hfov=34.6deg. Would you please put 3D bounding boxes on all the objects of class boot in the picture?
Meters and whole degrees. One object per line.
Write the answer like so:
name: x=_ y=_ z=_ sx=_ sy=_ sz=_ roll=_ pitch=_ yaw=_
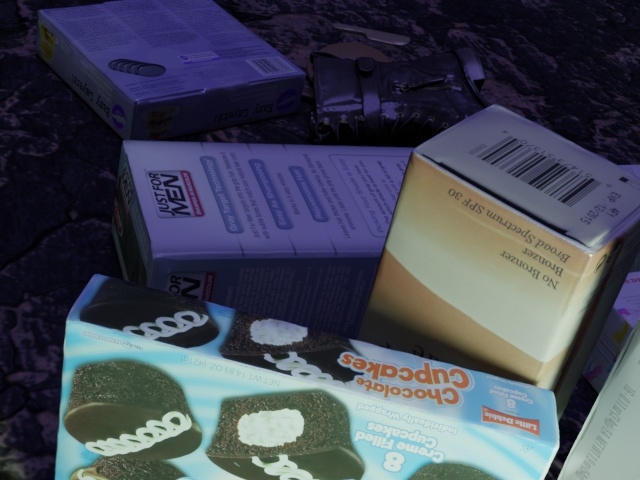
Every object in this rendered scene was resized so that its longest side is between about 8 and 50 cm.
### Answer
boot: x=0.100 y=-0.142 z=1.274 sx=0.229 sy=0.091 sz=0.263 roll=-6 pitch=52 yaw=-6

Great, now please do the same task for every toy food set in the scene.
toy food set: x=0.046 y=-0.226 z=1.415 sx=0.132 sy=0.038 sz=0.192 roll=15 pitch=45 yaw=10

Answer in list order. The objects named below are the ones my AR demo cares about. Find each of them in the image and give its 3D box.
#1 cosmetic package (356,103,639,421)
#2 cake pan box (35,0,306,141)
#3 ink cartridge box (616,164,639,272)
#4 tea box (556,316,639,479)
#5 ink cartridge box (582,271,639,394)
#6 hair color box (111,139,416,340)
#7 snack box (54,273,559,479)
cosmetic package: x=0.121 y=0.069 z=0.785 sx=0.153 sy=0.296 sz=0.129 roll=31 pitch=39 yaw=25
cake pan box: x=-0.186 y=-0.227 z=1.298 sx=0.267 sy=0.070 sz=0.246 roll=-18 pitch=48 yaw=-38
ink cartridge box: x=0.341 y=-0.027 z=1.237 sx=0.224 sy=0.056 sz=0.181 roll=-3 pitch=34 yaw=8
tea box: x=0.404 y=0.138 z=0.685 sx=0.329 sy=0.220 sz=0.323 roll=-22 pitch=50 yaw=-37
ink cartridge box: x=0.307 y=0.098 z=0.991 sx=0.092 sy=0.090 sz=0.143 roll=-4 pitch=37 yaw=-25
hair color box: x=0.000 y=0.000 z=1.001 sx=0.374 sy=0.114 sz=0.185 roll=0 pitch=36 yaw=-21
snack box: x=-0.020 y=0.149 z=0.715 sx=0.322 sy=0.187 sz=0.060 roll=14 pitch=34 yaw=1
